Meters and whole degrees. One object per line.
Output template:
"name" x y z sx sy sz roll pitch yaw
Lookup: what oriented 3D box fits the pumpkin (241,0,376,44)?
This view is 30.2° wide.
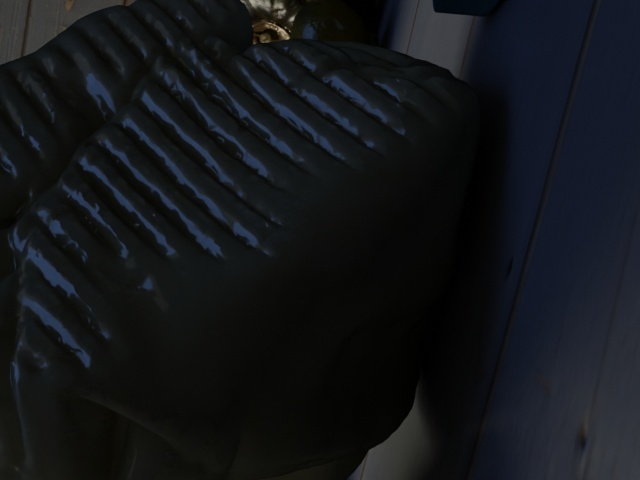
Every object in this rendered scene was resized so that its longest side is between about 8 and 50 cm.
"pumpkin" -0.036 -0.275 1.360 0.162 0.219 0.219 -71 -2 -47

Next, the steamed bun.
"steamed bun" -0.081 0.026 0.711 0.342 0.368 0.255 41 156 41

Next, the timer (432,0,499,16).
"timer" 0.112 -0.259 0.637 0.250 0.091 0.231 62 -143 -80

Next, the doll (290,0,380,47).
"doll" 0.015 -0.178 1.269 0.137 0.097 0.209 56 163 17
